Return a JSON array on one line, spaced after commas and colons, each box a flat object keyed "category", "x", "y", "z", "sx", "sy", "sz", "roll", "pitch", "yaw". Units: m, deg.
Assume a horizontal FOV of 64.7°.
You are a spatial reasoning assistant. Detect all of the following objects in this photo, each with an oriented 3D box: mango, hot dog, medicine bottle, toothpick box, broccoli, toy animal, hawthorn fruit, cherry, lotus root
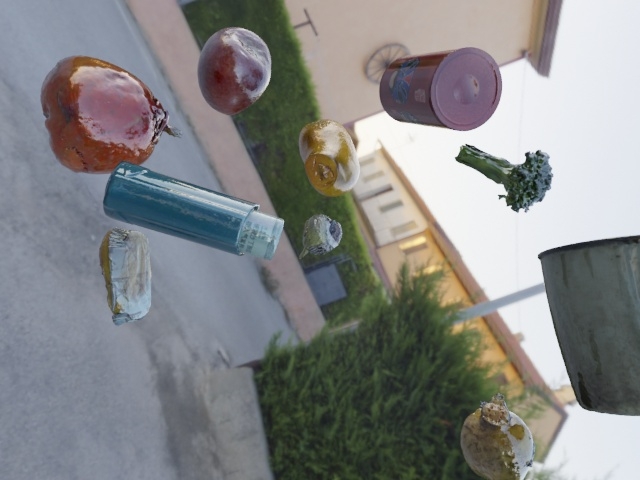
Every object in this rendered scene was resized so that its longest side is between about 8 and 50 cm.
[{"category": "mango", "x": 0.024, "y": -0.221, "z": 1.364, "sx": 0.187, "sy": 0.144, "sz": 0.359, "roll": 43, "pitch": 23, "yaw": -29}, {"category": "hot dog", "x": -0.521, "y": 0.095, "z": 1.363, "sx": 0.162, "sy": 0.081, "sz": 0.271, "roll": -21, "pitch": 112, "yaw": -66}, {"category": "medicine bottle", "x": -0.181, "y": -0.040, "z": 0.700, "sx": 0.124, "sy": 0.258, "sz": 0.079, "roll": -150, "pitch": -102, "yaw": -84}, {"category": "toothpick box", "x": 0.315, "y": -0.413, "z": 1.386, "sx": 0.204, "sy": 0.204, "sz": 0.333, "roll": 68, "pitch": -10, "yaw": -21}, {"category": "broccoli", "x": 0.554, "y": -0.213, "z": 1.490, "sx": 0.275, "sy": 0.198, "sz": 0.177, "roll": 41, "pitch": -50, "yaw": 33}, {"category": "toy animal", "x": 0.000, "y": 0.000, "z": 1.257, "sx": 0.098, "sy": 0.098, "sz": 0.137, "roll": -105, "pitch": -151, "yaw": -53}, {"category": "hawthorn fruit", "x": -0.477, "y": -0.277, "z": 1.175, "sx": 0.276, "sy": 0.307, "sz": 0.276, "roll": -1, "pitch": -91, "yaw": 62}, {"category": "cherry", "x": -0.257, "y": -0.476, "z": 1.436, "sx": 0.206, "sy": 0.239, "sz": 0.239, "roll": 36, "pitch": 24, "yaw": -35}, {"category": "lotus root", "x": 0.398, "y": 0.466, "z": 1.132, "sx": 0.140, "sy": 0.154, "sz": 0.257, "roll": -52, "pitch": 133, "yaw": -40}]

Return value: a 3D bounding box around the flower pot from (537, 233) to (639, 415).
[{"category": "flower pot", "x": 0.606, "y": 0.168, "z": 1.011, "sx": 0.293, "sy": 0.293, "sz": 0.331, "roll": 54, "pitch": 35, "yaw": -77}]
